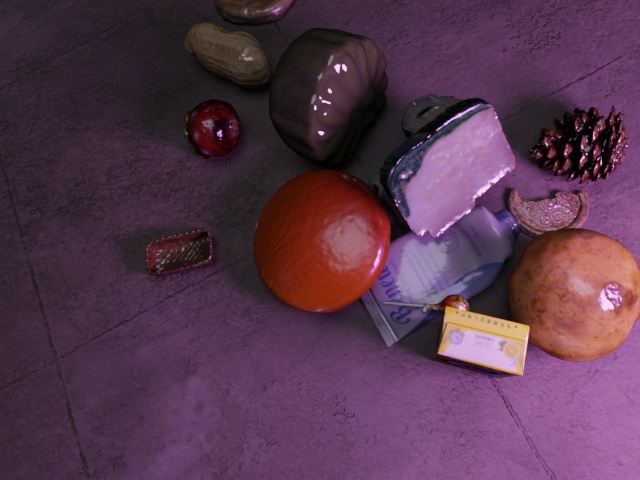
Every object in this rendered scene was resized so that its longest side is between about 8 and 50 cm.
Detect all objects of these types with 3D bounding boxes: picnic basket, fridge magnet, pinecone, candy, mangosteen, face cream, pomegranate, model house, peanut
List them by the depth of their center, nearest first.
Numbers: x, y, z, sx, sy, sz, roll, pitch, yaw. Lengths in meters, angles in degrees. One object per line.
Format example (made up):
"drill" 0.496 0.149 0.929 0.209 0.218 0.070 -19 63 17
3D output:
"pomegranate" 0.535 0.116 1.069 0.282 0.281 0.280 -3 71 10
"candy" 0.244 0.151 1.175 0.201 0.060 0.060 1 72 18
"pinecone" 0.631 -0.235 1.223 0.205 0.179 0.184 21 54 34
"model house" 0.256 -0.199 1.230 0.298 0.243 0.284 -38 29 1
"face cream" 0.290 0.059 1.237 0.421 0.137 0.234 -32 70 12
"fridge magnet" 0.000 0.000 1.253 0.364 0.155 0.363 -5 77 22
"picnic basket" -0.383 0.037 1.387 0.194 0.055 0.110 -12 69 7
"mangosteen" -0.319 -0.318 1.447 0.180 0.166 0.166 -6 69 36
"peanut" -0.278 -0.568 1.521 0.313 0.152 0.152 28 79 21

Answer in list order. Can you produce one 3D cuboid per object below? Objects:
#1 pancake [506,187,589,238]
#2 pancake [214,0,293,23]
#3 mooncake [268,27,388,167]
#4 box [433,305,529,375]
"pancake" 0.574 -0.085 1.261 0.191 0.020 0.184 -30 68 0
"pancake" -0.213 -0.825 1.642 0.295 0.049 0.294 -3 72 11
"mooncake" 0.034 -0.374 1.307 0.188 0.351 0.351 28 79 30
"box" 0.333 0.225 1.076 0.169 0.265 0.097 13 77 13
